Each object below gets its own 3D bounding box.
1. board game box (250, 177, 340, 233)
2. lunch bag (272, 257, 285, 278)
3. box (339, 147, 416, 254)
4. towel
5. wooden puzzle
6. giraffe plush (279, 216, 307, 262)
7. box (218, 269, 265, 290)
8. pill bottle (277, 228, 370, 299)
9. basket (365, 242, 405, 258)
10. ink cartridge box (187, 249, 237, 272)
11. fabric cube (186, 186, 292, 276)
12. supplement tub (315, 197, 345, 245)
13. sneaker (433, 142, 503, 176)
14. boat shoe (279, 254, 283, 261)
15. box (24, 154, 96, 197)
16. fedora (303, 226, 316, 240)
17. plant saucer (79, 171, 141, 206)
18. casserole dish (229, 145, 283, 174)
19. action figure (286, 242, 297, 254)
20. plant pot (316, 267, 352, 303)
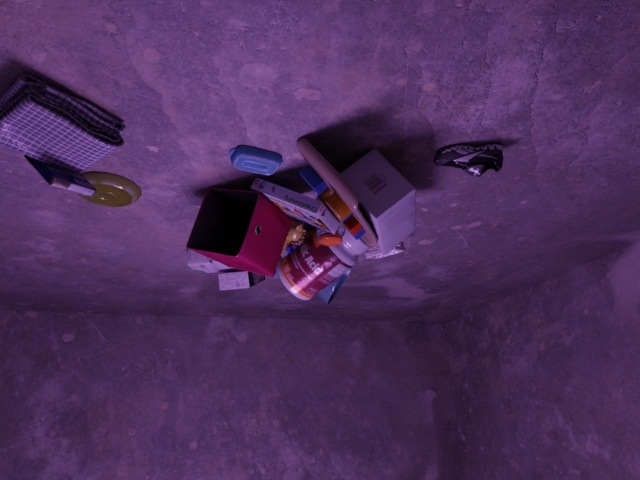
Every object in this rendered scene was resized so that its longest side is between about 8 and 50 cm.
[{"bbox_3d":[-0.092,-0.128,1.651,0.305,0.053,0.193,23,169,29],"label":"board game box"},{"bbox_3d":[-0.162,0.164,2.489,0.219,0.090,0.176,5,156,-16],"label":"lunch bag"},{"bbox_3d":[0.211,-0.126,1.597,0.168,0.215,0.345,-37,156,-4],"label":"box"},{"bbox_3d":[-0.743,-0.311,1.259,0.235,0.121,0.284,-18,152,32],"label":"towel"},{"bbox_3d":[0.045,-0.141,1.504,0.080,0.322,0.348,-38,152,-2],"label":"wooden puzzle"},{"bbox_3d":[-0.151,-0.033,1.944,0.171,0.210,0.181,-27,-172,0],"label":"giraffe plush"},{"bbox_3d":[-0.419,0.198,2.410,0.169,0.087,0.290,-6,-178,10],"label":"box"},{"bbox_3d":[0.020,0.069,1.967,0.392,0.224,0.224,-40,143,19],"label":"pill bottle"},{"bbox_3d":[0.302,0.019,2.141,0.167,0.103,0.113,-19,165,33],"label":"basket"},{"bbox_3d":[-0.549,0.101,2.297,0.220,0.092,0.160,-6,158,6],"label":"ink cartridge box"},{"bbox_3d":[-0.303,-0.029,1.718,0.259,0.254,0.258,9,163,29],"label":"fabric cube"},{"bbox_3d":[0.039,-0.081,1.785,0.117,0.190,0.117,-2,157,-1],"label":"supplement tub"},{"bbox_3d":[0.502,-0.263,1.499,0.234,0.106,0.078,-4,156,5],"label":"sneaker"},{"bbox_3d":[-0.298,0.068,2.198,0.233,0.079,0.084,18,153,-11],"label":"boat shoe"},{"bbox_3d":[-0.812,-0.216,1.382,0.036,0.225,0.136,-55,153,7],"label":"box"},{"bbox_3d":[0.000,0.000,2.122,0.194,0.079,0.194,-1,158,0],"label":"fedora"},{"bbox_3d":[-0.802,-0.181,1.675,0.241,0.037,0.241,-2,157,-1],"label":"plant saucer"},{"bbox_3d":[-0.218,-0.267,1.520,0.189,0.037,0.114,8,156,-26],"label":"casserole dish"},{"bbox_3d":[-0.129,0.100,2.289,0.092,0.139,0.280,-8,159,16],"label":"action figure"},{"bbox_3d":[0.033,0.157,2.314,0.195,0.290,0.290,32,160,11],"label":"plant pot"}]
